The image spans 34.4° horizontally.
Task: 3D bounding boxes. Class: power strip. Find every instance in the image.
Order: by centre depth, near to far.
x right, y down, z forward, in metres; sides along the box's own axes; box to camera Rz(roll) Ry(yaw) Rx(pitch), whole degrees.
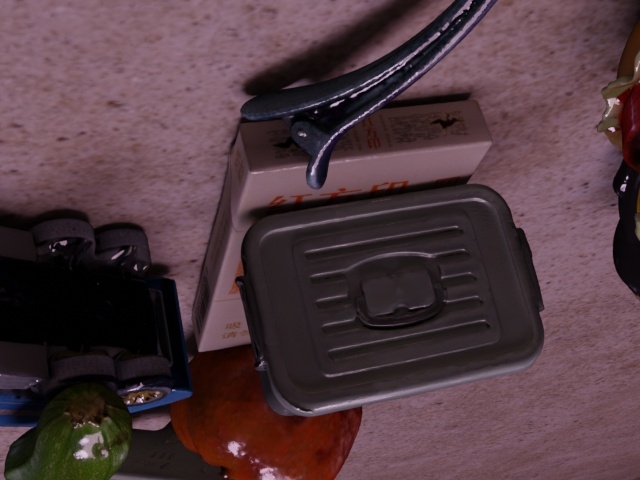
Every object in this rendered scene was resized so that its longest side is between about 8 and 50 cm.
[{"bbox_3d":[-0.180,0.273,1.296,0.265,0.059,0.193,3,-166,14],"label":"power strip"}]

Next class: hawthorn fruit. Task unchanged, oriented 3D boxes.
[{"bbox_3d":[-0.037,0.166,1.148,0.243,0.207,0.207,-52,160,-14],"label":"hawthorn fruit"}]

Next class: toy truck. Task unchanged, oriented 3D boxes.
[{"bbox_3d":[-0.253,0.072,0.829,0.175,0.146,0.367,-26,154,31],"label":"toy truck"}]

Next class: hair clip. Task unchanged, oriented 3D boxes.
[{"bbox_3d":[0.065,-0.139,0.682,0.275,0.083,0.048,-37,-171,30],"label":"hair clip"}]

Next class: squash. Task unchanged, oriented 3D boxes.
[{"bbox_3d":[-0.197,0.164,0.801,0.077,0.068,0.219,18,150,-23],"label":"squash"}]

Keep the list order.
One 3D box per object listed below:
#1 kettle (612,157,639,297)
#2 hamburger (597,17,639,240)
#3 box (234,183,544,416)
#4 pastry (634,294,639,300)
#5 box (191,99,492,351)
[{"bbox_3d":[0.430,-0.036,1.013,0.290,0.207,0.268,-12,128,12],"label":"kettle"},{"bbox_3d":[0.337,-0.103,0.741,0.274,0.212,0.274,-11,158,-5],"label":"hamburger"},{"bbox_3d":[0.046,0.059,0.861,0.243,0.163,0.135,-10,164,-16],"label":"box"},{"bbox_3d":[0.465,0.042,1.287,0.156,0.092,0.156,-8,150,-5],"label":"pastry"},{"bbox_3d":[0.001,0.000,0.946,0.204,0.051,0.365,-8,154,-17],"label":"box"}]
